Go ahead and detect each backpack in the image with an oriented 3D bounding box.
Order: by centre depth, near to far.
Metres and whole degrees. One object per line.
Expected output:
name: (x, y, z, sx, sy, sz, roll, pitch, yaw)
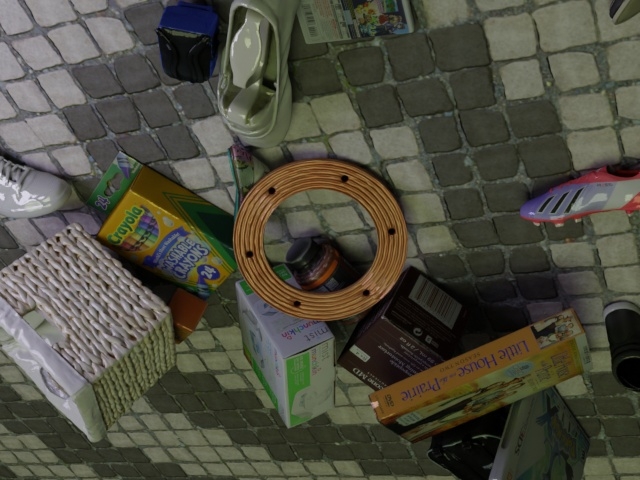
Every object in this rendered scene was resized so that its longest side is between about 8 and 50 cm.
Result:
backpack: (-0.210, -0.325, 1.507, 0.098, 0.101, 0.120, 14, 142, 5)
backpack: (0.400, 0.480, 2.106, 0.253, 0.191, 0.225, 43, 135, -17)

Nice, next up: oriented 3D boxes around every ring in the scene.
ring: (0.000, 0.000, 1.749, 0.336, 0.032, 0.337, 1, 114, 2)

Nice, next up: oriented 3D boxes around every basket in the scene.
basket: (-0.501, 0.190, 1.912, 0.328, 0.266, 0.331, 41, 157, 15)

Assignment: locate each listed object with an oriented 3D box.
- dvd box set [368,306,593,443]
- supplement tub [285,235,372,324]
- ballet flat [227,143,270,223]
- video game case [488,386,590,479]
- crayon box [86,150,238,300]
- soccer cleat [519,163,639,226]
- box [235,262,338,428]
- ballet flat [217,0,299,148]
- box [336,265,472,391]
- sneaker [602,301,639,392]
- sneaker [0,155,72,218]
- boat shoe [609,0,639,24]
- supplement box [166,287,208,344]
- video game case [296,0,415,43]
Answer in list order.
dvd box set: (0.331, 0.281, 1.817, 0.420, 0.062, 0.307, -25, 154, 8)
supplement tub: (0.019, 0.078, 1.863, 0.106, 0.106, 0.198, -25, 123, 36)
ballet flat: (-0.133, -0.106, 1.749, 0.079, 0.077, 0.221, -4, 142, -4)
video game case: (0.489, 0.480, 1.998, 0.036, 0.300, 0.329, -6, 135, 39)
crayon box: (-0.322, -0.022, 1.883, 0.323, 0.083, 0.203, 31, 136, -15)
soccer cleat: (0.465, -0.084, 1.581, 0.248, 0.083, 0.095, -6, 104, 30)
box: (-0.070, 0.225, 1.946, 0.126, 0.231, 0.262, -21, 141, -18)
ballet flat: (-0.115, -0.271, 1.498, 0.139, 0.139, 0.400, 15, 142, 2)
box: (0.173, 0.199, 1.875, 0.168, 0.167, 0.203, 36, 136, -3)
sneaker: (0.660, 0.264, 1.826, 0.104, 0.147, 0.295, -26, 124, 35)
sneaker: (-0.662, -0.141, 1.846, 0.292, 0.108, 0.169, 5, 140, 15)
boat shoe: (0.456, -0.392, 1.269, 0.065, 0.075, 0.206, 55, 150, 22)
supplement box: (-0.315, 0.172, 2.032, 0.078, 0.080, 0.233, 28, 162, -8)
video game case: (0.038, -0.401, 1.406, 0.183, 0.023, 0.201, -2, 134, 20)
